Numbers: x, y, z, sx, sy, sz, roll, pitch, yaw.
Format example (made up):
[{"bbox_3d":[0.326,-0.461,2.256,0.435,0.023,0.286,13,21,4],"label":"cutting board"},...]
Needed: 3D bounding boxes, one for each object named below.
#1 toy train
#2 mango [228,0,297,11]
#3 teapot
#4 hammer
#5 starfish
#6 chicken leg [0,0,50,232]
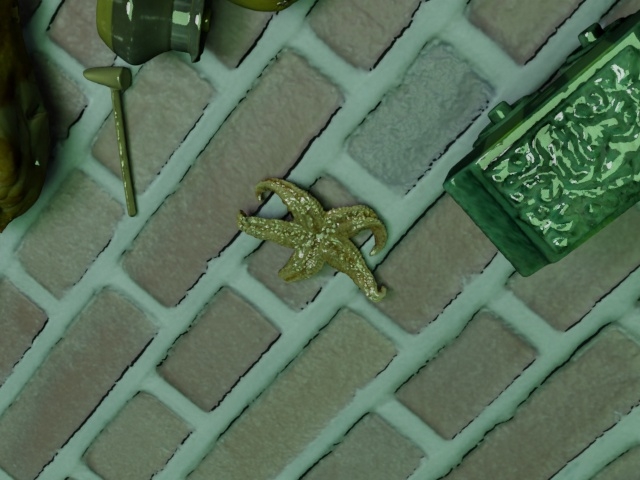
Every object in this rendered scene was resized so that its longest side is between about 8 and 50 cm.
[{"bbox_3d":[0.267,-0.100,0.826,0.299,0.238,0.167,-42,92,21],"label":"toy train"},{"bbox_3d":[-0.096,-0.317,0.902,0.191,0.122,0.085,33,152,7],"label":"mango"},{"bbox_3d":[-0.179,-0.275,0.944,0.119,0.130,0.165,10,79,-5],"label":"teapot"},{"bbox_3d":[-0.261,-0.121,1.060,0.060,0.028,0.195,4,111,18],"label":"hammer"},{"bbox_3d":[-0.002,0.004,1.027,0.210,0.053,0.150,42,117,-5],"label":"starfish"},{"bbox_3d":[-0.400,-0.208,1.002,0.153,0.201,0.429,3,106,-15],"label":"chicken leg"}]
